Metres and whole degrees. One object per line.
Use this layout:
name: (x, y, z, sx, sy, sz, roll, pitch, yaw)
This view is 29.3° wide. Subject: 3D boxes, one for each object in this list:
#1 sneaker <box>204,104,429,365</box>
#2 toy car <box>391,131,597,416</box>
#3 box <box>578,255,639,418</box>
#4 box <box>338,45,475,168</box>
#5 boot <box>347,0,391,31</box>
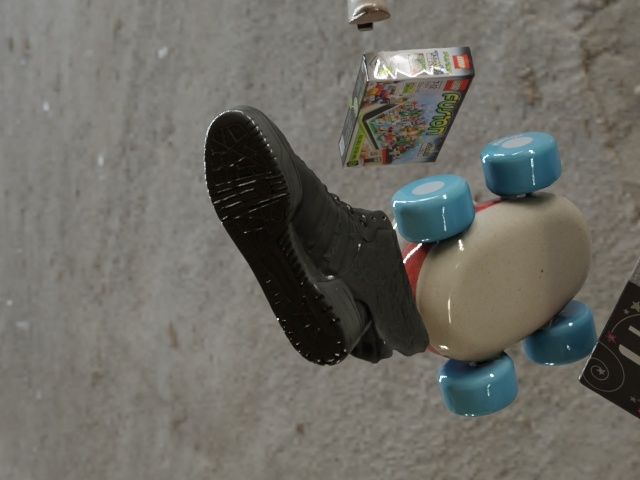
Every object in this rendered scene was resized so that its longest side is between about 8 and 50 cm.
sneaker: (0.002, -0.001, 0.651, 0.051, 0.089, 0.170, -16, 103, 36)
toy car: (0.121, 0.020, 1.204, 0.238, 0.210, 0.219, 13, 125, 56)
box: (0.350, 0.037, 1.063, 0.142, 0.163, 0.247, 31, 134, 20)
box: (0.089, -0.141, 1.334, 0.207, 0.114, 0.036, 105, 158, -67)
boot: (0.044, -0.261, 1.234, 0.118, 0.042, 0.086, -175, 80, -85)
